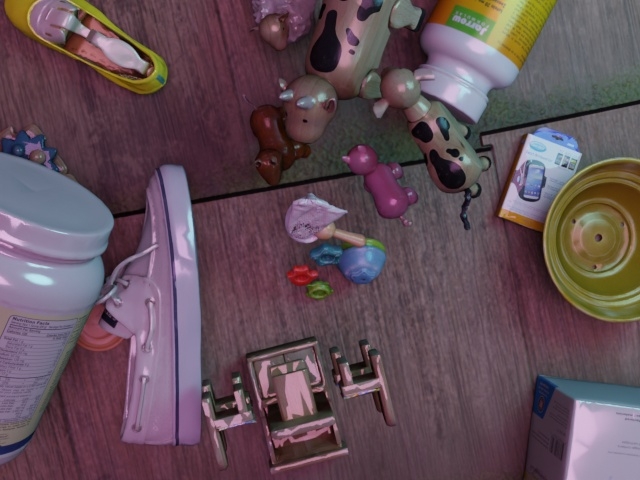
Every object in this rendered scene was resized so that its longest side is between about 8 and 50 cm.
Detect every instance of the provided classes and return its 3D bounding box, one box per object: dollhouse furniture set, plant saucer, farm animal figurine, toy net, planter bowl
[{"bbox_3d":[-0.025,0.226,1.312,0.212,0.242,0.161,-14,95,-4],"label":"dollhouse furniture set"},{"bbox_3d":[-0.294,0.106,1.395,0.084,0.013,0.083,0,93,-6],"label":"plant saucer"},{"bbox_3d":[0.041,-0.187,1.261,0.330,0.172,0.326,5,90,26],"label":"farm animal figurine"},{"bbox_3d":[0.000,0.000,1.332,0.122,0.232,0.045,-15,56,15],"label":"toy net"},{"bbox_3d":[0.388,-0.002,1.412,0.217,0.090,0.217,0,93,-8],"label":"planter bowl"}]

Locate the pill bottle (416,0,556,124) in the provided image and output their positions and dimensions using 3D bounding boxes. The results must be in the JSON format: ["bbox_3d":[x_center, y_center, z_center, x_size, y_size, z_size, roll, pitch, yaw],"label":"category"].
[{"bbox_3d":[0.213,-0.281,1.357,0.136,0.136,0.245,28,91,-6],"label":"pill bottle"}]

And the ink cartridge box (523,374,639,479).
[{"bbox_3d":[0.372,0.315,1.389,0.168,0.171,0.232,8,93,-5],"label":"ink cartridge box"}]

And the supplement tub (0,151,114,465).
[{"bbox_3d":[-0.399,0.080,1.240,0.235,0.235,0.324,26,106,-6],"label":"supplement tub"}]

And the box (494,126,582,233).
[{"bbox_3d":[0.299,-0.083,1.433,0.081,0.028,0.136,20,89,-6],"label":"box"}]

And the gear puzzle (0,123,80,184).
[{"bbox_3d":[-0.466,0.000,1.357,0.339,0.044,0.175,-34,96,-2],"label":"gear puzzle"}]

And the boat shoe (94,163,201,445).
[{"bbox_3d":[-0.235,0.087,1.344,0.157,0.136,0.367,-2,102,-11],"label":"boat shoe"}]

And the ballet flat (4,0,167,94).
[{"bbox_3d":[-0.299,-0.262,1.342,0.231,0.077,0.077,30,91,-6],"label":"ballet flat"}]
